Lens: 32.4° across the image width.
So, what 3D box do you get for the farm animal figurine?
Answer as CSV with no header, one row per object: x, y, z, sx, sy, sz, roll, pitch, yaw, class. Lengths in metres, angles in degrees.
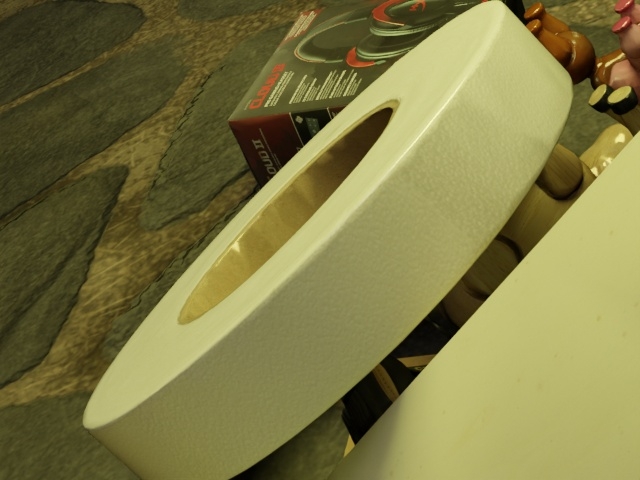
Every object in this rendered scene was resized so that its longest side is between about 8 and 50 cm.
0.201,-0.042,0.858,0.327,0.172,0.330,-45,19,4,farm animal figurine

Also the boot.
0.082,0.090,0.705,0.137,0.198,0.076,-26,72,-6,boot

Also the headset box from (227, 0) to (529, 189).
0.057,-0.159,1.167,0.293,0.110,0.218,-3,40,31,headset box

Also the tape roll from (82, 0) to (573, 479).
0.000,0.000,0.741,0.392,0.072,0.392,-44,9,9,tape roll

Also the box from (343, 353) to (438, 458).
0.115,0.140,0.795,0.201,0.021,0.164,-10,36,24,box

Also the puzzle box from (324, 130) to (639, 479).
0.115,0.144,0.452,0.052,0.409,0.272,7,50,-26,puzzle box
